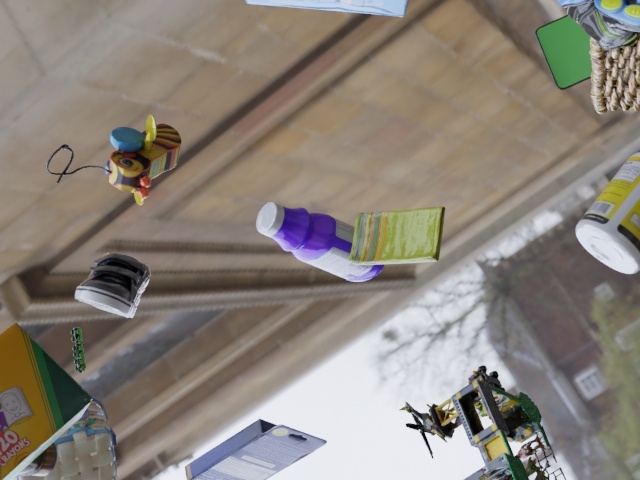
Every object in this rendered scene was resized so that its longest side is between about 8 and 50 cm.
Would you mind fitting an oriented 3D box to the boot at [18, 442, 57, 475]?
[{"bbox_3d":[-0.521,0.340,1.690,0.106,0.219,0.082,21,-122,-49],"label":"boot"}]

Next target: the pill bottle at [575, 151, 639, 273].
[{"bbox_3d":[0.503,-0.062,1.689,0.119,0.208,0.119,39,170,8],"label":"pill bottle"}]

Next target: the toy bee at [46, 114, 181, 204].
[{"bbox_3d":[-0.377,-0.142,2.202,0.162,0.298,0.195,36,148,26],"label":"toy bee"}]

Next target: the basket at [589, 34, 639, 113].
[{"bbox_3d":[0.464,-0.304,1.387,0.299,0.223,0.214,42,-126,-69],"label":"basket"}]

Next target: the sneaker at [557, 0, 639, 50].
[{"bbox_3d":[0.291,-0.223,1.044,0.078,0.067,0.188,47,-177,-16],"label":"sneaker"}]

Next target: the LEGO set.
[{"bbox_3d":[0.270,0.393,1.768,0.255,0.192,0.331,21,-142,-49],"label":"LEGO set"}]

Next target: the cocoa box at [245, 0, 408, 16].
[{"bbox_3d":[0.022,-0.469,1.354,0.347,0.231,0.228,98,177,-70],"label":"cocoa box"}]

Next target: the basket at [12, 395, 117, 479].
[{"bbox_3d":[-0.512,0.397,2.091,0.289,0.254,0.201,12,111,62],"label":"basket"}]

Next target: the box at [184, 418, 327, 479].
[{"bbox_3d":[-0.112,0.376,1.907,0.136,0.225,0.037,30,-144,-43],"label":"box"}]

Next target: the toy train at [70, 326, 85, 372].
[{"bbox_3d":[-0.431,0.195,1.939,0.023,0.017,0.083,-32,-62,-74],"label":"toy train"}]

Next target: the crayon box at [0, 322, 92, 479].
[{"bbox_3d":[-0.484,0.268,1.541,0.165,0.081,0.278,44,-127,3],"label":"crayon box"}]

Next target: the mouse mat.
[{"bbox_3d":[0.542,-0.401,2.185,0.007,0.189,0.153,36,-146,-64],"label":"mouse mat"}]

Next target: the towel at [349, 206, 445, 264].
[{"bbox_3d":[0.138,-0.008,2.005,0.021,0.237,0.102,13,-100,-36],"label":"towel"}]

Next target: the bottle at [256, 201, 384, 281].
[{"bbox_3d":[0.000,0.000,2.196,0.282,0.118,0.092,23,-122,-34],"label":"bottle"}]

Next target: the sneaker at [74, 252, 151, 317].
[{"bbox_3d":[-0.428,0.087,2.256,0.126,0.128,0.321,19,174,-5],"label":"sneaker"}]
